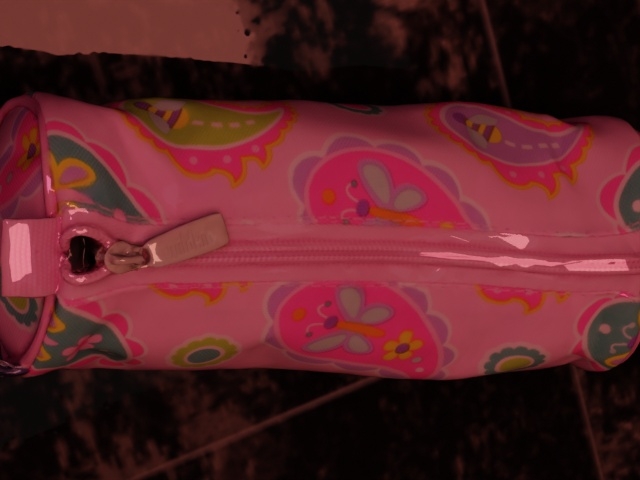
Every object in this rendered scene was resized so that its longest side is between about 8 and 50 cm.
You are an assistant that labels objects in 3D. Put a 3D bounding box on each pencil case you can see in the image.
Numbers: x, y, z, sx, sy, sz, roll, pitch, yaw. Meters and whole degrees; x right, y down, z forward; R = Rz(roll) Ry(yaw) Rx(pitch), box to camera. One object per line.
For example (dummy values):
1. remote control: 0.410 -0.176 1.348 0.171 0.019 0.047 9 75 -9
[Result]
1. pencil case: 0.000 0.000 0.680 0.284 0.124 0.124 2 104 -21
